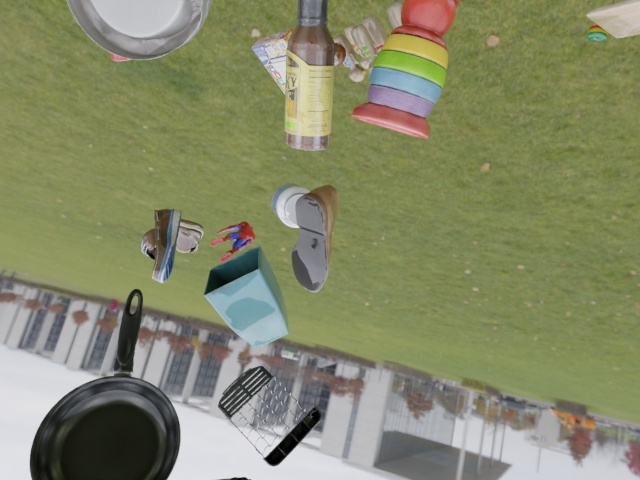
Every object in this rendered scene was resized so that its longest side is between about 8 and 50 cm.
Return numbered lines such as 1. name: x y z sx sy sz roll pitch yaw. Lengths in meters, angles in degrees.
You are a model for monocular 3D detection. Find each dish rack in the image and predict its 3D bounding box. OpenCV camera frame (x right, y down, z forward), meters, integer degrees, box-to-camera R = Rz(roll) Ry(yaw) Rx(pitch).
1. dish rack: -0.158 0.500 1.440 0.271 0.208 0.074 41 148 18

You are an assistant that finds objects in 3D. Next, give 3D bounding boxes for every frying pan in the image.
1. frying pan: -0.329 0.242 0.730 0.197 0.326 0.053 -14 150 -24

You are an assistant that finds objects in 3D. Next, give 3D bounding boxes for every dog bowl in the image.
1. dog bowl: -0.406 -0.595 1.115 0.349 0.348 0.102 12 -158 7

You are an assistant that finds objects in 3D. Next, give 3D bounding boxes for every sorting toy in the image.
1. sorting toy: 0.709 -0.516 1.099 0.132 0.046 0.274 14 -176 -29

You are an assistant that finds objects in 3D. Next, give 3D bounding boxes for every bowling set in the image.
1. bowling set: 0.108 -0.460 1.237 0.154 0.200 0.287 56 167 -22

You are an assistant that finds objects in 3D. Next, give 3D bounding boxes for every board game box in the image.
1. board game box: -0.090 -0.505 1.422 0.147 0.045 0.193 10 150 44

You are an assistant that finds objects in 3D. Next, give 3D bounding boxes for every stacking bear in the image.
1. stacking bear: 0.192 -0.375 1.014 0.176 0.288 0.164 16 -169 -4

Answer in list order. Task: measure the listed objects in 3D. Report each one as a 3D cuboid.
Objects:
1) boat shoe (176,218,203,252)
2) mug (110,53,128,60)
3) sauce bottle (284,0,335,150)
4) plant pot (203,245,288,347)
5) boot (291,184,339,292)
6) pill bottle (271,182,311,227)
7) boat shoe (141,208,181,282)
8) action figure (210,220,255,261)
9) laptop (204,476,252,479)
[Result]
1. boat shoe: -0.431 -0.005 1.594 0.095 0.095 0.257 14 170 -2
2. mug: -0.600 -0.658 1.500 0.150 0.113 0.169 -11 130 0
3. sauce bottle: -0.023 -0.378 1.084 0.112 0.344 0.111 3 -157 -1
4. plant pot: -0.189 0.172 1.391 0.234 0.166 0.165 61 -175 -22
5. boot: 0.000 0.000 1.238 0.112 0.115 0.305 24 130 22
6. pill bottle: -0.076 -0.104 1.464 0.124 0.124 0.221 17 -174 -13
7. boat shoe: -0.336 0.009 1.019 0.066 0.183 0.066 7 137 -11
8. action figure: -0.314 0.006 1.666 0.139 0.091 0.280 -23 -171 19
9. laptop: -0.222 0.487 0.832 0.234 0.136 0.264 -22 159 30
